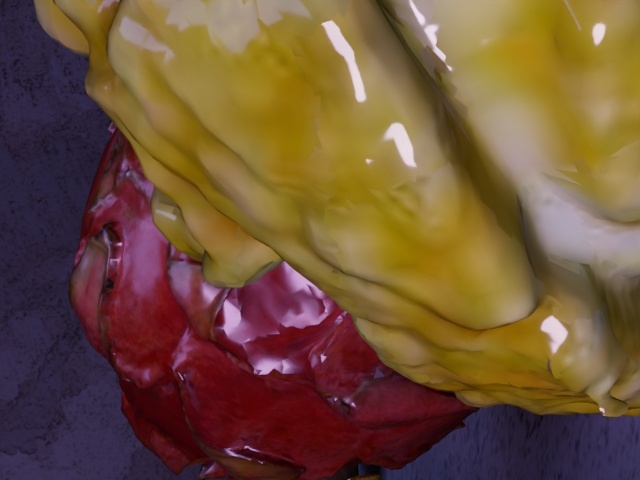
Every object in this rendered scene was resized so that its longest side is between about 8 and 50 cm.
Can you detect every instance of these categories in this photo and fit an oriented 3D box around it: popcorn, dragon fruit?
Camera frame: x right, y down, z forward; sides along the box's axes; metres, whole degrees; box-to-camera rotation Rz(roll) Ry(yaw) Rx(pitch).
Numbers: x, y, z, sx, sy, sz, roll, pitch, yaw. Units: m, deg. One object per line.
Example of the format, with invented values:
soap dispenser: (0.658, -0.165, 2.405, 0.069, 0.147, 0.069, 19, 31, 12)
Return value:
popcorn: (0.054, -0.080, 0.469, 0.247, 0.282, 0.282, 26, 116, 49)
dragon fruit: (0.000, 0.000, 0.875, 0.342, 0.277, 0.277, -25, 52, 40)

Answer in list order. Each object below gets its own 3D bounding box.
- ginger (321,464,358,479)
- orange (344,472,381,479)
ginger: (-0.036, 0.219, 1.566, 0.236, 0.166, 0.375, 79, -176, -77)
orange: (0.035, 0.236, 1.049, 0.134, 0.155, 0.154, -32, -39, -42)
